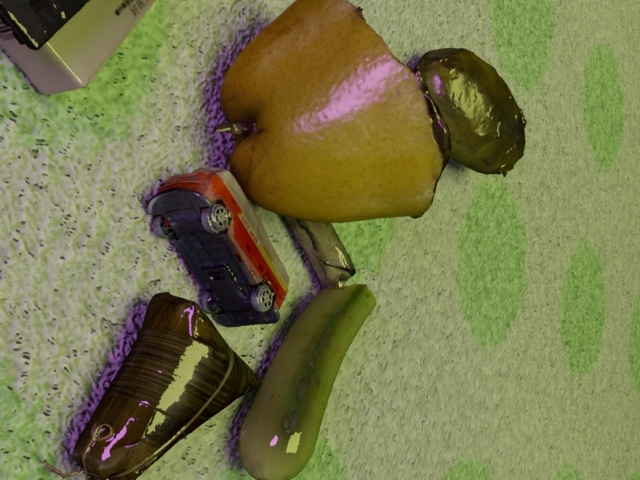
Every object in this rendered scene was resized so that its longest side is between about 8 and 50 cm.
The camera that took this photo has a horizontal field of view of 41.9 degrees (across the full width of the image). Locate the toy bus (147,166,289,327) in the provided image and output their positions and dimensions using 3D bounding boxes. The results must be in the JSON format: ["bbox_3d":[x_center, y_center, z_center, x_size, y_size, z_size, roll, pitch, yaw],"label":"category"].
[{"bbox_3d":[-0.095,0.004,0.826,0.174,0.079,0.077,63,36,-30],"label":"toy bus"}]

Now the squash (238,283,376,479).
[{"bbox_3d":[-0.016,0.151,0.923,0.083,0.083,0.250,55,48,-37],"label":"squash"}]

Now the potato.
[{"bbox_3d":[0.217,-0.183,1.200,0.251,0.113,0.149,44,60,-46],"label":"potato"}]

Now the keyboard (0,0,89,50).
[{"bbox_3d":[-0.163,-0.277,0.671,0.106,0.027,0.317,56,48,-32],"label":"keyboard"}]

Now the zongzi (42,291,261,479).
[{"bbox_3d":[-0.134,0.169,0.779,0.187,0.084,0.184,-61,145,-23],"label":"zongzi"}]

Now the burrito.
[{"bbox_3d":[-0.002,0.000,0.975,0.171,0.042,0.051,58,47,-30],"label":"burrito"}]

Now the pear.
[{"bbox_3d":[-0.014,-0.107,0.858,0.178,0.267,0.267,-31,118,-15],"label":"pear"}]

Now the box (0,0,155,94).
[{"bbox_3d":[-0.190,-0.321,0.708,0.214,0.069,0.353,55,48,-37],"label":"box"}]
